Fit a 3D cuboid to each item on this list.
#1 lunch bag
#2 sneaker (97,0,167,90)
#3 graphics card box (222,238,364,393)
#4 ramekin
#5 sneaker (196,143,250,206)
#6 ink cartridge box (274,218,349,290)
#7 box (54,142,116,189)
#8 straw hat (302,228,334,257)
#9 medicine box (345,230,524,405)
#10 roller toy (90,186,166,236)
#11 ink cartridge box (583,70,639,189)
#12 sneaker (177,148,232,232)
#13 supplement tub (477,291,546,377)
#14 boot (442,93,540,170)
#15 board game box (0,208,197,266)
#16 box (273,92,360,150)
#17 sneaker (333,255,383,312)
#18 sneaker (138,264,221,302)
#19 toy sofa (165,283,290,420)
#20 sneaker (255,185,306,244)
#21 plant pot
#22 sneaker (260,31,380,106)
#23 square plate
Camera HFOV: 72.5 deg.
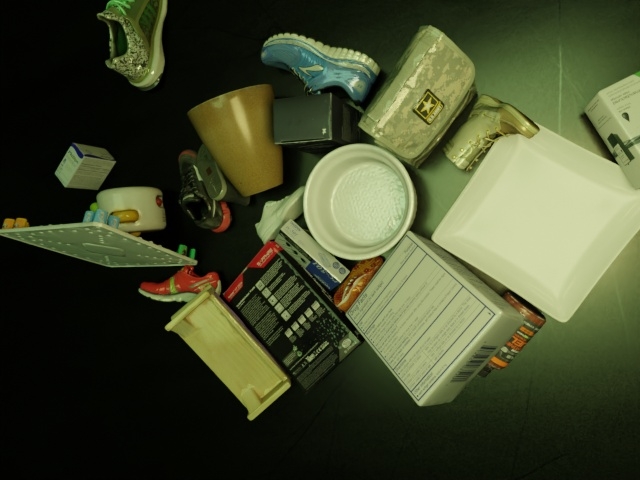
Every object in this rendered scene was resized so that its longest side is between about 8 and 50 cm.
[{"bbox_3d":[0.211,-0.302,0.961,0.169,0.287,0.235,40,106,16],"label":"lunch bag"},{"bbox_3d":[-0.579,-0.681,1.320,0.158,0.182,0.410,-2,92,23],"label":"sneaker"},{"bbox_3d":[-0.073,0.205,1.214,0.371,0.094,0.233,46,108,15],"label":"graphics card box"},{"bbox_3d":[0.108,-0.094,1.094,0.277,0.135,0.277,1,93,23],"label":"ramekin"},{"bbox_3d":[-0.285,-0.193,1.282,0.083,0.118,0.222,-33,60,25],"label":"sneaker"},{"bbox_3d":[-0.025,0.040,1.158,0.207,0.097,0.046,42,66,1],"label":"ink cartridge box"},{"bbox_3d":[-0.788,-0.245,1.465,0.072,0.126,0.137,47,108,15],"label":"box"},{"bbox_3d":[0.000,0.000,1.186,0.144,0.144,0.061,34,64,17],"label":"straw hat"},{"bbox_3d":[0.247,0.172,0.997,0.263,0.149,0.289,-55,48,16],"label":"medicine box"},{"bbox_3d":[-0.580,-0.084,1.351,0.209,0.191,0.146,-6,91,40],"label":"roller toy"},{"bbox_3d":[0.659,-0.227,0.863,0.153,0.087,0.208,-27,78,7],"label":"ink cartridge box"},{"bbox_3d":[-0.365,-0.152,1.291,0.098,0.135,0.276,-27,82,24],"label":"sneaker"},{"bbox_3d":[0.414,0.222,1.007,0.106,0.106,0.197,38,107,16],"label":"supplement tub"},{"bbox_3d":[0.366,-0.223,0.965,0.077,0.213,0.165,29,110,-25],"label":"boot"},{"bbox_3d":[-0.633,0.007,1.287,0.390,0.390,0.050,-3,72,23],"label":"board game box"},{"bbox_3d":[-0.003,-0.285,1.092,0.153,0.207,0.108,1,94,22],"label":"box"},{"bbox_3d":[0.106,0.113,1.155,0.175,0.067,0.064,-49,34,2],"label":"sneaker"},{"bbox_3d":[-0.435,0.135,1.369,0.279,0.107,0.118,0,82,15],"label":"sneaker"},{"bbox_3d":[-0.250,0.306,1.238,0.150,0.177,0.362,-41,93,-3],"label":"toy sofa"},{"bbox_3d":[-0.114,-0.088,1.227,0.212,0.080,0.094,-47,64,19],"label":"sneaker"},{"bbox_3d":[-0.200,-0.257,1.187,0.237,0.237,0.254,-14,104,23],"label":"plant pot"},{"bbox_3d":[-0.020,-0.434,1.134,0.330,0.130,0.147,23,99,20],"label":"sneaker"},{"bbox_3d":[0.492,-0.052,0.985,0.347,0.049,0.344,35,103,17],"label":"square plate"}]
